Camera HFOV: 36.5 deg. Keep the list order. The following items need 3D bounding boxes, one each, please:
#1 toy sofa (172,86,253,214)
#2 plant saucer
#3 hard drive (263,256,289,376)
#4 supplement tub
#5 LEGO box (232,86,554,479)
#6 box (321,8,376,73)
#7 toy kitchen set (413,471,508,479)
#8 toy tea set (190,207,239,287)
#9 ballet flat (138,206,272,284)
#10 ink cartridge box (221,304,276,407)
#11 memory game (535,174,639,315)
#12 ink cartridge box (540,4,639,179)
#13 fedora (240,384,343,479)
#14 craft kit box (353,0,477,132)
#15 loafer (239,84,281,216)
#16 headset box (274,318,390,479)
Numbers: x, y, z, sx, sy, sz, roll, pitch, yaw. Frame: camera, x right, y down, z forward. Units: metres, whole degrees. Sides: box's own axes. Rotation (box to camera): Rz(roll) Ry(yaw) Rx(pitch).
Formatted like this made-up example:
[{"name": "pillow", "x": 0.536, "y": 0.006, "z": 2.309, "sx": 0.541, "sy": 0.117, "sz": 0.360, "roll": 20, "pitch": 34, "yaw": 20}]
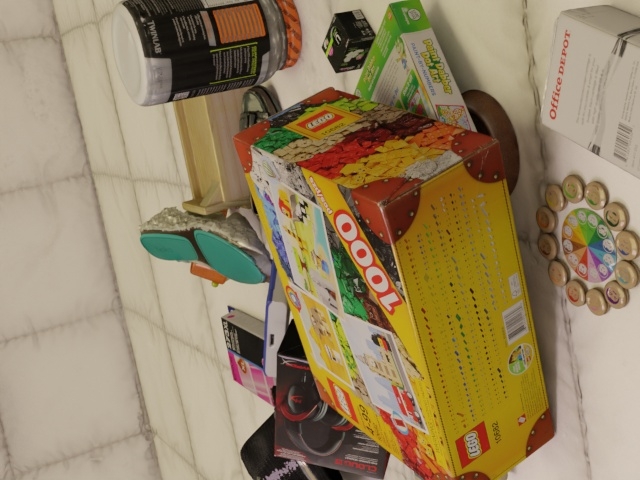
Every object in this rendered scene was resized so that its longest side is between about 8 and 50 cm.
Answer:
[{"name": "toy sofa", "x": -0.223, "y": -0.244, "z": 2.050, "sx": 0.150, "sy": 0.177, "sz": 0.363, "roll": 13, "pitch": 117, "yaw": 61}, {"name": "plant saucer", "x": 0.219, "y": -0.129, "z": 1.381, "sx": 0.168, "sy": 0.029, "sz": 0.168, "roll": 43, "pitch": 141, "yaw": 49}, {"name": "hard drive", "x": -0.073, "y": 0.075, "z": 1.885, "sx": 0.319, "sy": 0.040, "sz": 0.210, "roll": -84, "pitch": 0, "yaw": -47}, {"name": "supplement tub", "x": -0.207, "y": -0.366, "z": 1.782, "sx": 0.193, "sy": 0.316, "sz": 0.194, "roll": 42, "pitch": 139, "yaw": 50}, {"name": "LEGO box", "x": 0.107, "y": 0.068, "z": 1.396, "sx": 0.372, "sy": 0.193, "sz": 0.500, "roll": 28, "pitch": 142, "yaw": 53}, {"name": "box", "x": 0.045, "y": -0.327, "z": 1.595, "sx": 0.062, "sy": 0.052, "sz": 0.083, "roll": 63, "pitch": 152, "yaw": 24}, {"name": "toy kitchen set", "x": 0.182, "y": 0.316, "z": 1.556, "sx": 0.207, "sy": 0.166, "sz": 0.122, "roll": 23, "pitch": 125, "yaw": 59}, {"name": "toy tea set", "x": -0.220, "y": -0.025, "z": 2.299, "sx": 0.336, "sy": 0.124, "sz": 0.200, "roll": 126, "pitch": 154, "yaw": -63}, {"name": "ballet flat", "x": -0.231, "y": -0.013, "z": 2.072, "sx": 0.409, "sy": 0.147, "sz": 0.147, "roll": 12, "pitch": 117, "yaw": 41}, {"name": "ink cartridge box", "x": -0.166, "y": 0.280, "z": 2.386, "sx": 0.371, "sy": 0.069, "sz": 0.176, "roll": 17, "pitch": 120, "yaw": 64}, {"name": "memory game", "x": 0.337, "y": 0.007, "z": 1.236, "sx": 0.186, "sy": 0.012, "sz": 0.186, "roll": 42, "pitch": 140, "yaw": 48}, {"name": "ink cartridge box", "x": 0.338, "y": -0.160, "z": 1.051, "sx": 0.191, "sy": 0.082, "sz": 0.140, "roll": 45, "pitch": 142, "yaw": 48}, {"name": "fedora", "x": -0.071, "y": 0.468, "z": 2.050, "sx": 0.334, "sy": 0.152, "sz": 0.334, "roll": 57, "pitch": 180, "yaw": 0}, {"name": "craft kit box", "x": 0.134, "y": -0.183, "z": 1.441, "sx": 0.250, "sy": 0.061, "sz": 0.247, "roll": 115, "pitch": 136, "yaw": -64}, {"name": "loafer", "x": -0.119, "y": -0.177, "z": 1.965, "sx": 0.096, "sy": 0.084, "sz": 0.267, "roll": 3, "pitch": 110, "yaw": 42}, {"name": "headset box", "x": 0.032, "y": 0.306, "z": 1.794, "sx": 0.110, "sy": 0.218, "sz": 0.293, "roll": -65, "pitch": -17, "yaw": -53}]
